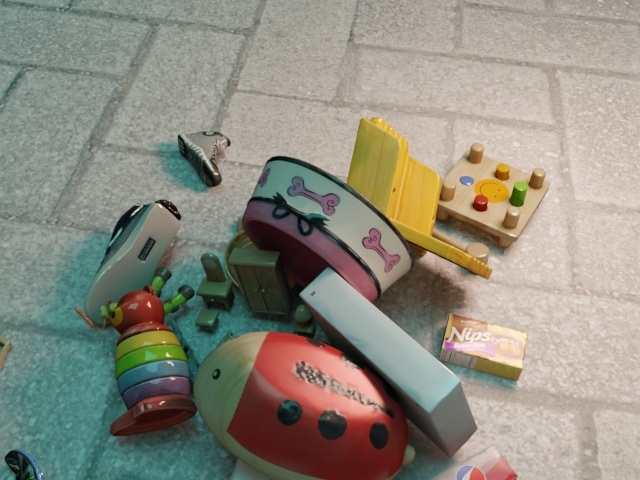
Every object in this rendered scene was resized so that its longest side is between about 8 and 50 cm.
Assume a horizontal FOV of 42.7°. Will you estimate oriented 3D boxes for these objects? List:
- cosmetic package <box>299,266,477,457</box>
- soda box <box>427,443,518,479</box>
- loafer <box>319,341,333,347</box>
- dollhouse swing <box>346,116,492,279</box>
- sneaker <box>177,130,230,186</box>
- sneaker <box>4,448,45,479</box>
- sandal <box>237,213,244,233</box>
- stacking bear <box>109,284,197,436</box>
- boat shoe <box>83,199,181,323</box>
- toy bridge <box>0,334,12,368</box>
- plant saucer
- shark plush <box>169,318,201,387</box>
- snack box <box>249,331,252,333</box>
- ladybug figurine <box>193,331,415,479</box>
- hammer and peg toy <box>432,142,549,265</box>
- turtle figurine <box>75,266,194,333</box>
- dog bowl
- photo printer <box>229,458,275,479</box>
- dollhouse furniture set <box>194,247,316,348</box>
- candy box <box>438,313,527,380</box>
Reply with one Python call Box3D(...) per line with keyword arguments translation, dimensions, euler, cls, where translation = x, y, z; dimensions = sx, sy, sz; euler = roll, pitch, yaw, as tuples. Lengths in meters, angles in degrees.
Box3D(translation=(0.143, 0.252, 1.690), dimensions=(0.097, 0.284, 0.377), euler=(-44, 57, -8), cls="cosmetic package")
Box3D(translation=(0.255, 0.508, 1.607), dimensions=(0.263, 0.092, 0.083), euler=(-22, 54, -22), cls="soda box")
Box3D(translation=(-0.037, 0.262, 1.853), dimensions=(0.147, 0.056, 0.050), euler=(-5, 10, 2), cls="loafer")
Box3D(translation=(0.263, -0.098, 1.944), dimensions=(0.304, 0.346, 0.315), euler=(10, 84, 26), cls="dollhouse swing")
Box3D(translation=(-0.298, -0.246, 2.292), dimensions=(0.132, 0.086, 0.229), euler=(-21, 51, -25), cls="sneaker")
Box3D(translation=(-0.576, 0.485, 1.597), dimensions=(0.078, 0.067, 0.188), euler=(-21, 54, -30), cls="sneaker")
Box3D(translation=(-0.176, -0.007, 2.096), dimensions=(0.072, 0.049, 0.180), euler=(-3, 47, -6), cls="sandal")
Box3D(translation=(-0.367, 0.241, 1.724), dimensions=(0.164, 0.175, 0.289), euler=(3, 60, -40), cls="stacking bear")
Box3D(translation=(-0.478, 0.052, 1.996), dimensions=(0.158, 0.127, 0.341), euler=(1, 52, 52), cls="boat shoe")
Box3D(translation=(-0.749, 0.290, 1.799), dimensions=(0.063, 0.026, 0.188), euler=(25, 51, 18), cls="toy bridge")
Box3D(translation=(-0.140, 0.056, 2.022), dimensions=(0.199, 0.037, 0.200), euler=(5, 59, -8), cls="plant saucer")
Box3D(translation=(-0.291, 0.249, 1.805), dimensions=(0.073, 0.067, 0.161), euler=(-6, 74, -15), cls="shark plush")
Box3D(translation=(-0.177, 0.284, 1.840), dimensions=(0.064, 0.022, 0.178), euler=(23, 50, 18), cls="snack box")
Box3D(translation=(-0.019, 0.310, 1.560), dimensions=(0.449, 0.162, 0.305), euler=(22, 42, -3), cls="ladybug figurine")
Box3D(translation=(0.421, -0.097, 2.161), dimensions=(0.265, 0.127, 0.361), euler=(26, 51, 20), cls="hammer and peg toy")
Box3D(translation=(-0.401, 0.162, 1.866), dimensions=(0.269, 0.087, 0.217), euler=(29, 55, 6), cls="turtle figurine")
Box3D(translation=(0.000, 0.000, 1.836), dimensions=(0.407, 0.408, 0.150), euler=(30, 73, 23), cls="dog bowl")
Box3D(translation=(-0.062, 0.516, 1.570), dimensions=(0.255, 0.107, 0.308), euler=(14, 47, 7), cls="photo printer")
Box3D(translation=(-0.189, 0.200, 1.775), dimensions=(0.303, 0.174, 0.356), euler=(4, 45, 19), cls="dollhouse furniture set")
Box3D(translation=(0.376, 0.244, 1.890), dimensions=(0.186, 0.053, 0.109), euler=(15, 48, 9), cls="candy box")
